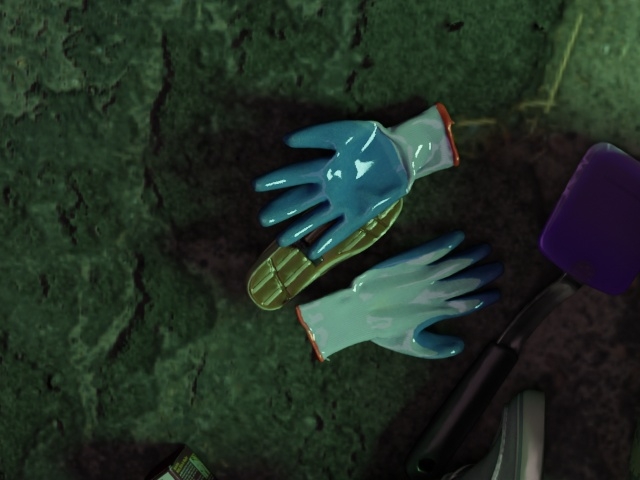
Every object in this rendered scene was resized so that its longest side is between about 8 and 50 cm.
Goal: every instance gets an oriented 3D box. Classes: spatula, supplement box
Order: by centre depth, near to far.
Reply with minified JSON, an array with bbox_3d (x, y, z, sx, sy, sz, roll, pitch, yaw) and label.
[{"bbox_3d":[0.151,0.065,1.347,0.084,0.030,0.296,30,110,-14],"label":"spatula"},{"bbox_3d":[-0.099,0.208,1.418,0.043,0.055,0.083,-38,94,17],"label":"supplement box"}]

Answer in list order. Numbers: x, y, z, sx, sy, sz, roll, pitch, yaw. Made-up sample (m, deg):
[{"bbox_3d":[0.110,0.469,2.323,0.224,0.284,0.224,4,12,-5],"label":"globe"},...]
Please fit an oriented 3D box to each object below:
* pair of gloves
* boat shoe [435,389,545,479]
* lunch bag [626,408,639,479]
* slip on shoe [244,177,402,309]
[{"bbox_3d":[0.045,0.001,1.328,0.159,0.023,0.198,-21,101,-5],"label":"pair of gloves"},{"bbox_3d":[0.118,0.214,1.367,0.081,0.079,0.227,11,110,4],"label":"boat shoe"},{"bbox_3d":[0.343,0.109,1.253,0.235,0.169,0.287,13,111,7],"label":"lunch bag"},{"bbox_3d":[0.000,0.000,1.354,0.135,0.041,0.051,-42,103,-1],"label":"slip on shoe"}]
